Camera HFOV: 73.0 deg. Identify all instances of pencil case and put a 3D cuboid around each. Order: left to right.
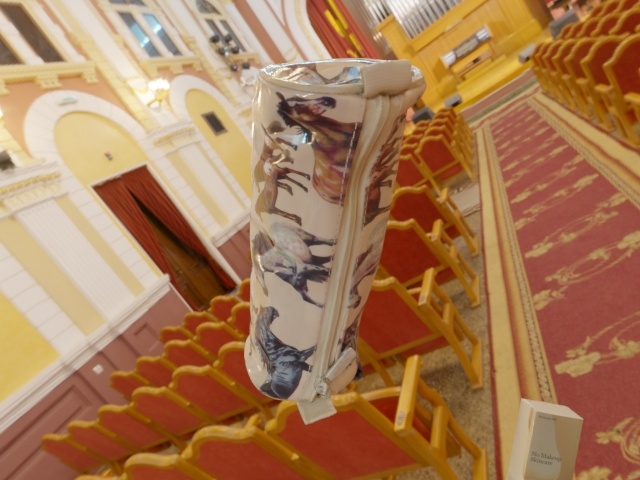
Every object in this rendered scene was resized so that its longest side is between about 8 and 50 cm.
[{"bbox_3d":[0.000,0.000,0.489,0.160,0.410,0.183,-12,35,-30],"label":"pencil case"}]

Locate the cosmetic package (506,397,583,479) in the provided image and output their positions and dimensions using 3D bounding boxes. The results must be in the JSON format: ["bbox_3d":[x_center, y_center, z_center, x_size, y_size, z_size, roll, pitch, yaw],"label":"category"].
[{"bbox_3d":[0.268,0.257,0.521,0.060,0.115,0.041,9,1,1],"label":"cosmetic package"}]
